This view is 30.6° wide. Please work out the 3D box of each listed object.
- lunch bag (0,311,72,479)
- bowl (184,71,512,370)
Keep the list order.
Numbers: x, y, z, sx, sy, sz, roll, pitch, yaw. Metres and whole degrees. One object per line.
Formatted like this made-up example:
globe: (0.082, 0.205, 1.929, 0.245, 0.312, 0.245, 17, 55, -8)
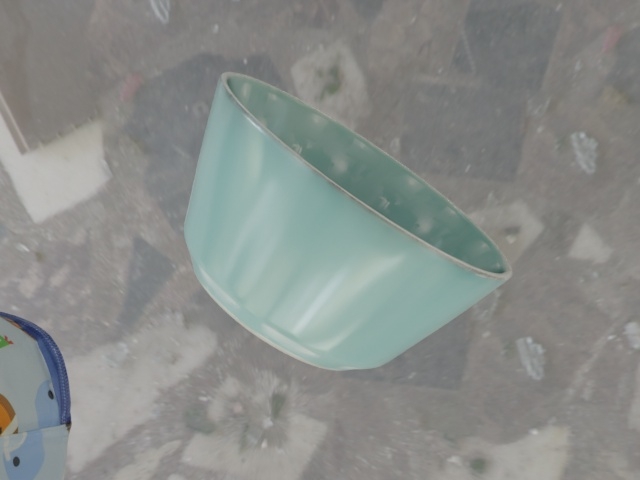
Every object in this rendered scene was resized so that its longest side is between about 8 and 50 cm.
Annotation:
lunch bag: (-0.276, 0.163, 0.683, 0.243, 0.115, 0.304, 7, 91, 22)
bowl: (0.000, 0.000, 1.059, 0.311, 0.311, 0.163, 36, 104, 3)
